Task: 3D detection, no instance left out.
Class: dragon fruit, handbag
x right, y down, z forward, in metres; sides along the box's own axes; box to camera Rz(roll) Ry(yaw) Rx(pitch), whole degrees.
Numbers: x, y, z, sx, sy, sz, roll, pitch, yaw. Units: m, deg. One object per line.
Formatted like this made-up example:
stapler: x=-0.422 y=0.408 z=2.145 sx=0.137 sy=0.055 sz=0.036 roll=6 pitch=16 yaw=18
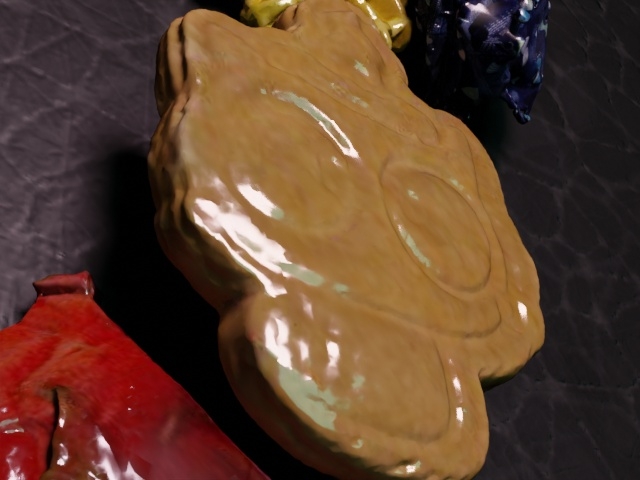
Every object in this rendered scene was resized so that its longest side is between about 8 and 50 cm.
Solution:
dragon fruit: x=-0.077 y=0.174 z=0.659 sx=0.343 sy=0.100 sz=0.282 roll=48 pitch=42 yaw=1
handbag: x=0.138 y=-0.220 z=1.152 sx=0.113 sy=0.162 sz=0.260 roll=4 pitch=46 yaw=7

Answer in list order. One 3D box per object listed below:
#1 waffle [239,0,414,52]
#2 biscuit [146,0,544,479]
waffle: x=-0.034 y=-0.225 z=1.072 sx=0.219 sy=0.057 sz=0.229 roll=-20 pitch=73 yaw=-50
biscuit: x=0.025 y=-0.021 z=0.820 sx=0.269 sy=0.051 sz=0.376 roll=22 pitch=43 yaw=-28
